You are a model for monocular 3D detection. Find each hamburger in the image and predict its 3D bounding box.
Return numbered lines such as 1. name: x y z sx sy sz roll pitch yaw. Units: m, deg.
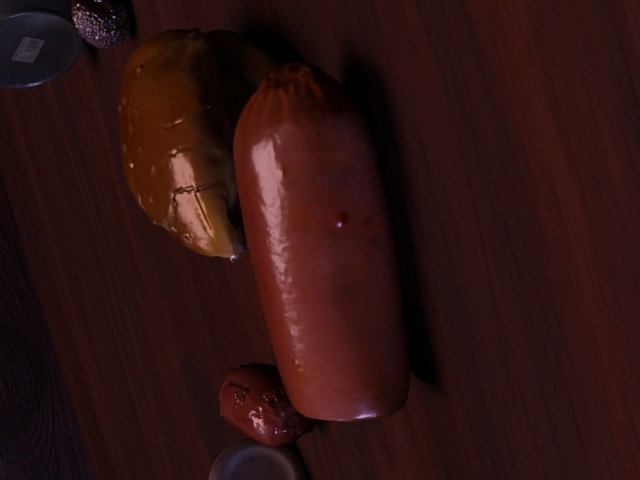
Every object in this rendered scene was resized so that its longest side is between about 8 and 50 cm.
1. hamburger: -0.095 -0.097 1.247 0.283 0.144 0.156 -132 30 -58

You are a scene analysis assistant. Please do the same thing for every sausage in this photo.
1. sausage: -0.053 0.157 1.470 0.141 0.076 0.076 -159 54 -70
2. sausage: 0.000 0.000 1.105 0.113 0.113 0.259 -147 43 -64

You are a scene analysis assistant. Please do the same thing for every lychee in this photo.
1. lychee: -0.244 -0.253 1.699 0.083 0.068 0.067 87 -160 -46

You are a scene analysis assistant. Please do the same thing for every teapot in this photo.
1. teapot: -0.387 -0.331 1.931 0.203 0.171 0.225 -45 51 35

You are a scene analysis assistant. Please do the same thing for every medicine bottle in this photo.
1. medicine bottle: -0.072 0.283 1.598 0.168 0.105 0.105 105 144 -59
